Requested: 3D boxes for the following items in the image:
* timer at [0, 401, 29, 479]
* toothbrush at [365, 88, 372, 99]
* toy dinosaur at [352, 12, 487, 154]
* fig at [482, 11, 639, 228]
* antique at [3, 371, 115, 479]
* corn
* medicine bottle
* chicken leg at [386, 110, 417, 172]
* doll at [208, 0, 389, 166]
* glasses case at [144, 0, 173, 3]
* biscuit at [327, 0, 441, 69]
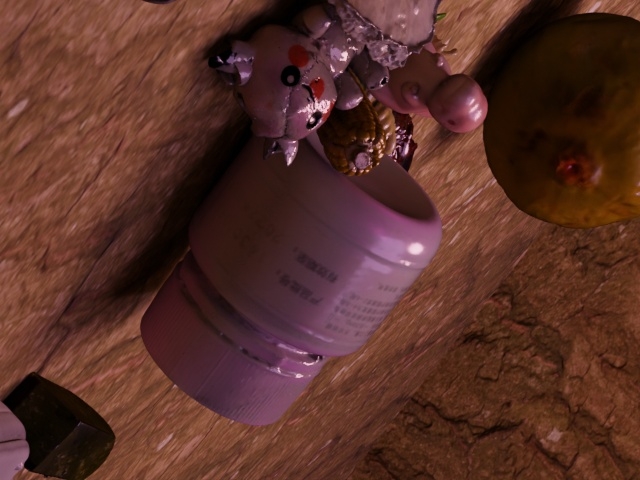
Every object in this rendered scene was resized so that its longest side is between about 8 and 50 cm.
[{"bbox_3d":[-0.411,0.263,1.481,0.237,0.087,0.262,-49,165,8],"label":"timer"},{"bbox_3d":[0.000,-0.095,1.863,0.030,0.030,0.304,-25,152,-56],"label":"toothbrush"},{"bbox_3d":[0.125,-0.185,1.677,0.152,0.177,0.194,-43,167,-15],"label":"toy dinosaur"},{"bbox_3d":[0.411,-0.194,2.253,0.343,0.343,0.343,-44,165,-14],"label":"fig"},{"bbox_3d":[-0.301,0.221,1.714,0.080,0.081,0.221,-45,166,-4],"label":"antique"},{"bbox_3d":[0.023,-0.132,1.554,0.068,0.068,0.207,-53,-153,20],"label":"corn"},{"bbox_3d":[-0.038,0.032,1.644,0.302,0.241,0.241,-52,165,18],"label":"medicine bottle"},{"bbox_3d":[0.039,-0.056,1.997,0.177,0.083,0.322,-26,155,-34],"label":"chicken leg"},{"bbox_3d":[-0.017,-0.175,1.450,0.192,0.095,0.149,-44,136,-25],"label":"doll"},{"bbox_3d":[-0.044,-0.262,1.169,0.308,0.083,0.128,-23,146,-58],"label":"glasses case"},{"bbox_3d":[0.073,-0.255,1.430,0.265,0.040,0.188,-39,128,-53],"label":"biscuit"}]
